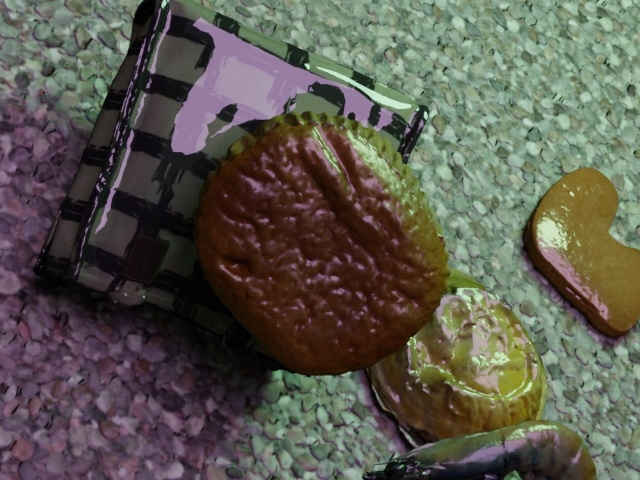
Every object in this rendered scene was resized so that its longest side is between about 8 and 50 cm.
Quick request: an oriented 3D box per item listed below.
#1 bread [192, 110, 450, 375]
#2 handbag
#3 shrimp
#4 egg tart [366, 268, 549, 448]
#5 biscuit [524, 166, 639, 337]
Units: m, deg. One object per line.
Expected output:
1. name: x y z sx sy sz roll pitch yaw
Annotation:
1. bread: 0.000 0.000 1.582 0.227 0.142 0.253 -31 105 -1
2. handbag: -0.091 -0.054 1.702 0.325 0.162 0.327 23 78 -13
3. shrimp: 0.180 0.303 1.758 0.262 0.051 0.198 -7 88 -12
4. egg tart: 0.166 0.137 1.828 0.232 0.098 0.252 5 66 -22
5. biscuit: 0.351 0.007 2.027 0.192 0.036 0.186 46 52 -1
